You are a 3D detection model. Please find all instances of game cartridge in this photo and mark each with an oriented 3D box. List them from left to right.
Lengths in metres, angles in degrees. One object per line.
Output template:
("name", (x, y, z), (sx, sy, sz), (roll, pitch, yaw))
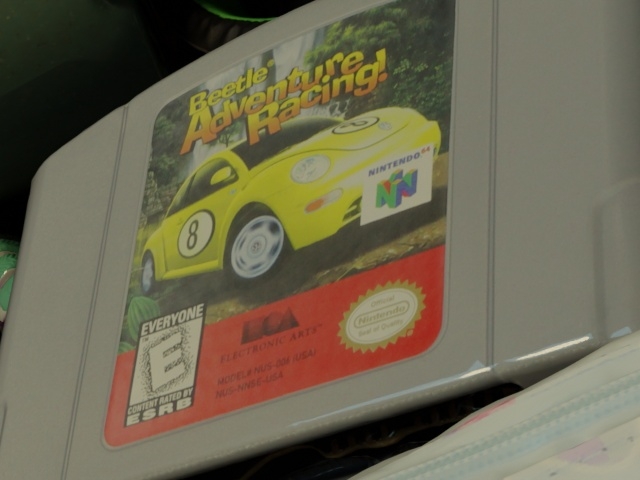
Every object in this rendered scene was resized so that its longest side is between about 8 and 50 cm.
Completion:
("game cartridge", (0.000, 0.000, 0.646), (0.294, 0.060, 0.196), (-20, 44, 30))

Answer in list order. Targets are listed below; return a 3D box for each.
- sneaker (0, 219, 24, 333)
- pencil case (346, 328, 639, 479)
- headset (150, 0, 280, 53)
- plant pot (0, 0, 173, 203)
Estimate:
("sneaker", (-0.121, 0.070, 0.808), (0.098, 0.083, 0.223), (-60, 31, 12))
("pencil case", (0.102, 0.054, 0.375), (0.273, 0.124, 0.113), (-32, 44, 13))
("headset", (0.015, -0.243, 0.846), (0.243, 0.185, 0.394), (-35, 55, 32))
("plant pot", (-0.261, -0.117, 0.848), (0.334, 0.341, 0.341), (-20, 38, -1))
